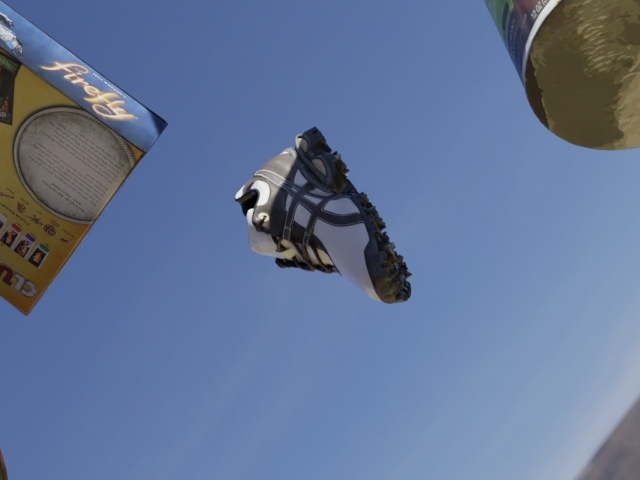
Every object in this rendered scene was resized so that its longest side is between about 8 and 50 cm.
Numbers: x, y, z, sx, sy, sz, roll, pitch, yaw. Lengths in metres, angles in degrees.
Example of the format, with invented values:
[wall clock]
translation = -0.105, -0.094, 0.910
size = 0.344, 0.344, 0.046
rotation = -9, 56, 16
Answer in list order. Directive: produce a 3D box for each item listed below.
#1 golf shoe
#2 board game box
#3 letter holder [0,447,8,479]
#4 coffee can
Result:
[golf shoe]
translation = 0.000, 0.000, 1.357
size = 0.094, 0.198, 0.077
rotation = -30, -56, -3
[board game box]
translation = -0.237, -0.083, 1.163
size = 0.165, 0.243, 0.042
rotation = -50, 6, 35
[letter holder]
translation = -0.260, 0.219, 1.213
size = 0.152, 0.214, 0.301
rotation = -44, -41, -65
[coffee can]
translation = 0.227, -0.239, 1.565
size = 0.202, 0.275, 0.201
rotation = -9, -46, -9
